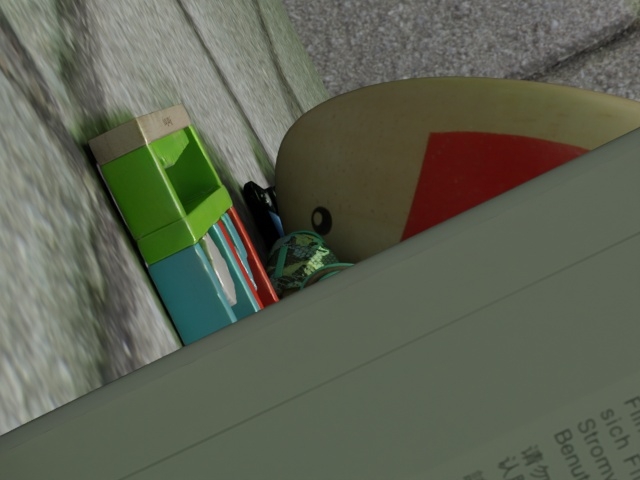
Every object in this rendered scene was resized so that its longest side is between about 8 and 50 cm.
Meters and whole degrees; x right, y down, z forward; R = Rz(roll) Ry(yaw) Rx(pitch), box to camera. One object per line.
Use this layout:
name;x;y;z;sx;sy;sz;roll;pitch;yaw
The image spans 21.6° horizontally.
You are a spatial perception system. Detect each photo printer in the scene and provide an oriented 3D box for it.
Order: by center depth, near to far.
photo printer;0.086;0.107;0.439;0.256;0.307;0.107;65;6;14

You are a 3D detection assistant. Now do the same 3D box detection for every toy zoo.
toy zoo;-0.036;0.065;0.930;0.293;0.030;0.192;64;5;-6

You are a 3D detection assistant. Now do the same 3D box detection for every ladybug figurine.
ladybug figurine;0.179;0.021;1.240;0.305;0.449;0.162;98;3;-61

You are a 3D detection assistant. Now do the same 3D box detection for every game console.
game console;0.000;0.000;1.349;0.122;0.071;0.107;65;5;9

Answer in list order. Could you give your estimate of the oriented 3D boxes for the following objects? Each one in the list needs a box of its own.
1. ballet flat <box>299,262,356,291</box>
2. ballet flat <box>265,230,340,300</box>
ballet flat;0.083;0.085;1.143;0.247;0.083;0.087;23;-7;-17
ballet flat;0.008;0.082;1.178;0.188;0.070;0.070;59;7;-27
